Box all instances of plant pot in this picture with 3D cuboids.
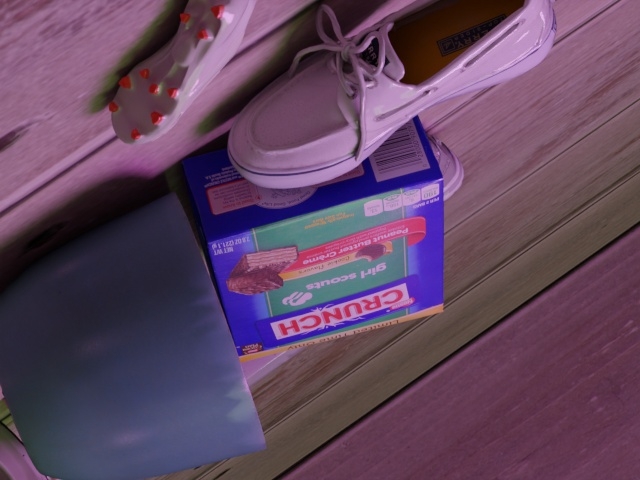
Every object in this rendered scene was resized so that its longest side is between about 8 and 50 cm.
[{"bbox_3d":[-0.216,0.125,1.599,0.235,0.293,0.293,-20,162,-7],"label":"plant pot"}]

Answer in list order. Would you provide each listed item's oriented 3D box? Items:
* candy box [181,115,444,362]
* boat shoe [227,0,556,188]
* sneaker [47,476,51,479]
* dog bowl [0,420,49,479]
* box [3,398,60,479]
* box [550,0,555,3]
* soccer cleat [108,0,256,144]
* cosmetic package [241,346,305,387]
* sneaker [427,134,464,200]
[{"bbox_3d":[0.000,0.000,1.739,0.268,0.122,0.317,-15,152,-4],"label":"candy box"},{"bbox_3d":[0.060,-0.175,1.511,0.367,0.135,0.156,-23,158,7],"label":"boat shoe"},{"bbox_3d":[-0.403,0.325,2.174,0.054,0.061,0.152,-43,165,17],"label":"sneaker"},{"bbox_3d":[-0.467,0.359,1.566,0.408,0.408,0.150,-20,176,-45],"label":"dog bowl"},{"bbox_3d":[-0.294,0.210,1.938,0.170,0.130,0.091,-38,164,3],"label":"box"},{"bbox_3d":[0.233,-0.298,1.705,0.244,0.060,0.100,-35,165,-2],"label":"box"},{"bbox_3d":[-0.119,-0.159,1.357,0.196,0.068,0.076,-49,163,31],"label":"soccer cleat"},{"bbox_3d":[-0.090,0.142,2.239,0.239,0.099,0.060,-37,162,0],"label":"cosmetic package"},{"bbox_3d":[0.063,-0.049,2.051,0.281,0.105,0.115,-42,150,-4],"label":"sneaker"}]
